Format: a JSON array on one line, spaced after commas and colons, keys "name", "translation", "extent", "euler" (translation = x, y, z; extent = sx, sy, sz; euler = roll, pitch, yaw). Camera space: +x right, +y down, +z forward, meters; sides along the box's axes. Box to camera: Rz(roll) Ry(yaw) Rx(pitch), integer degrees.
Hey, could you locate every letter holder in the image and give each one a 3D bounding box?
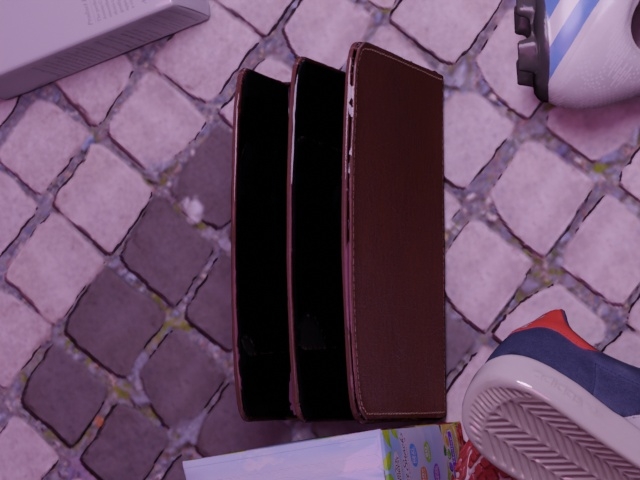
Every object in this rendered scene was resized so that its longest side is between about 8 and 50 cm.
[{"name": "letter holder", "translation": [0.000, 0.000, 1.627], "extent": [0.152, 0.214, 0.301], "euler": [-2, 86, 22]}]

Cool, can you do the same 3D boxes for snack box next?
[{"name": "snack box", "translation": [0.009, 0.195, 1.613], "extent": [0.175, 0.207, 0.070], "euler": [-11, 82, 21]}]

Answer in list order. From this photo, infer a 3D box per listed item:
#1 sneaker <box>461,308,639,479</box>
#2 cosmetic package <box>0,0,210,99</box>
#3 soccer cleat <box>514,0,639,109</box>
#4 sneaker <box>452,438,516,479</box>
[{"name": "sneaker", "translation": [0.281, 0.185, 1.559], "extent": [0.350, 0.148, 0.131], "euler": [42, 131, -3]}, {"name": "cosmetic package", "translation": [-0.229, -0.223, 1.807], "extent": [0.231, 0.085, 0.117], "euler": [-18, 79, 22]}, {"name": "soccer cleat", "translation": [0.229, -0.271, 1.625], "extent": [0.143, 0.116, 0.331], "euler": [-2, 85, 3]}, {"name": "sneaker", "translation": [0.189, 0.249, 1.603], "extent": [0.088, 0.093, 0.225], "euler": [-41, 75, 36]}]
